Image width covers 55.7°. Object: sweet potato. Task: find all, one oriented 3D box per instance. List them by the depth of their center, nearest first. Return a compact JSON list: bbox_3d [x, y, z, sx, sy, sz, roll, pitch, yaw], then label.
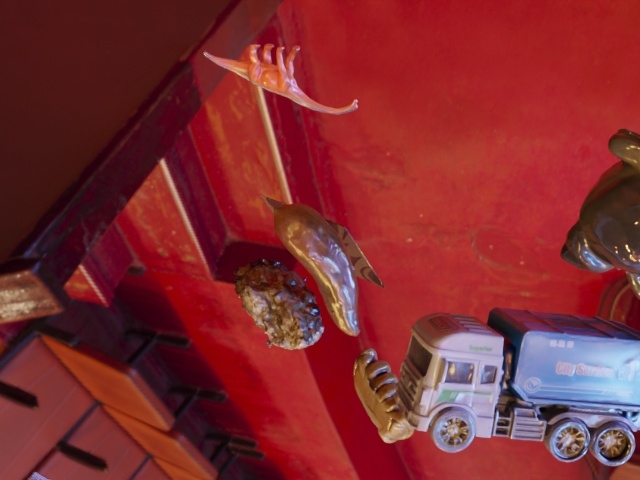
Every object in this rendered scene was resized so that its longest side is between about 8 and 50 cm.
[{"bbox_3d":[0.014,0.048,1.121,0.097,0.097,0.292,-18,111,41],"label":"sweet potato"}]

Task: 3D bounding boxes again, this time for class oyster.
[{"bbox_3d":[-0.051,0.078,0.789,0.105,0.177,0.056,6,124,-21],"label":"oyster"}]

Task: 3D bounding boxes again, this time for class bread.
[{"bbox_3d":[0.149,0.364,1.415,0.081,0.225,0.134,-12,136,-24],"label":"bread"}]

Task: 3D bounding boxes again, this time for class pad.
[{"bbox_3d":[0.000,0.000,1.423,0.330,0.004,0.220,23,155,49],"label":"pad"}]

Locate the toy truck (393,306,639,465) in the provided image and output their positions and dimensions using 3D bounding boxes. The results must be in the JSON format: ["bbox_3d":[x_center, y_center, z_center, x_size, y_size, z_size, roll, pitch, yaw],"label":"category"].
[{"bbox_3d":[0.292,0.191,0.822,0.367,0.175,0.146,5,-174,-8],"label":"toy truck"}]

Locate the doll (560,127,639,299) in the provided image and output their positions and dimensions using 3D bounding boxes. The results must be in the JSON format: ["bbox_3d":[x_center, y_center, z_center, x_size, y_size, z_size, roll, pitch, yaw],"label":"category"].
[{"bbox_3d":[0.521,-0.024,0.890,0.252,0.378,0.382,23,129,7],"label":"doll"}]

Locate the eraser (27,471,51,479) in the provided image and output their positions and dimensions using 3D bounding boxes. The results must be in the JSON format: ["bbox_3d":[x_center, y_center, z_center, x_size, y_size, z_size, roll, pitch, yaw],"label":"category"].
[{"bbox_3d":[-0.490,0.478,1.134,0.122,0.029,0.052,28,141,3],"label":"eraser"}]

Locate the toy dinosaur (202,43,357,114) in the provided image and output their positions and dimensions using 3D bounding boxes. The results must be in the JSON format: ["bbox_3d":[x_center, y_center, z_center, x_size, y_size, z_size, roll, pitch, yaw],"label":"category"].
[{"bbox_3d":[-0.064,-0.291,1.058,0.279,0.055,0.101,14,122,0],"label":"toy dinosaur"}]
